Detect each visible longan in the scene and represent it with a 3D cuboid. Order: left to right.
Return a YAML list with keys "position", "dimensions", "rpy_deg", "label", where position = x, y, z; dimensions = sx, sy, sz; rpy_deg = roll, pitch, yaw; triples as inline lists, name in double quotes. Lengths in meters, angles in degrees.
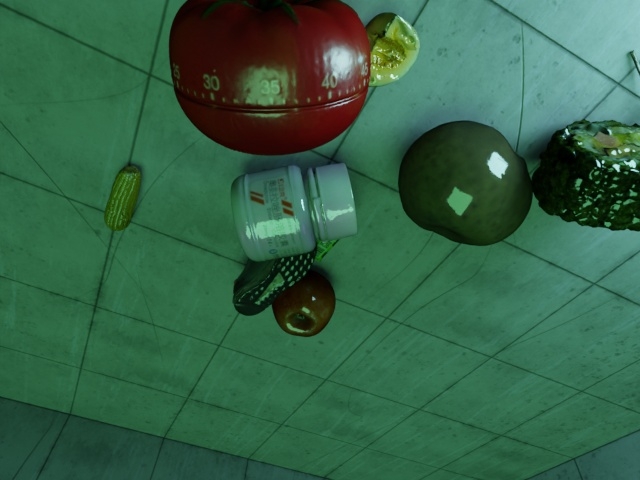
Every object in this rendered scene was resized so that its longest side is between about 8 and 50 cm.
- position: [0.355, -0.132, 1.057]
  dimensions: [0.350, 0.288, 0.288]
  rpy_deg: [34, 125, -19]
  label: "longan"

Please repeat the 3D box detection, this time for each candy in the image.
- position: [0.000, -0.001, 1.346]
  dimensions: [0.102, 0.032, 0.178]
  rpy_deg: [29, 128, -16]
  label: "candy"

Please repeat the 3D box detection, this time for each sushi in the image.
- position: [0.689, -0.162, 0.991]
  dimensions: [0.352, 0.294, 0.178]
  rpy_deg: [3, 128, -1]
  label: "sushi"

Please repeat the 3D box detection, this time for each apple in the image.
- position: [-0.057, 0.205, 1.421]
  dimensions: [0.219, 0.201, 0.218]
  rpy_deg: [4, 125, 6]
  label: "apple"

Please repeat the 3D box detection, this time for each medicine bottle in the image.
- position: [-0.065, -0.083, 1.141]
  dimensions: [0.302, 0.241, 0.241]
  rpy_deg: [-11, 130, 1]
  label: "medicine bottle"

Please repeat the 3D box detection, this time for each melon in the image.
- position: [0.148, -0.423, 0.950]
  dimensions: [0.128, 0.079, 0.160]
  rpy_deg: [6, 133, -26]
  label: "melon"

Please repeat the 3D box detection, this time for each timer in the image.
- position: [-0.092, -0.324, 0.826]
  dimensions: [0.378, 0.378, 0.279]
  rpy_deg: [3, 125, 1]
  label: "timer"

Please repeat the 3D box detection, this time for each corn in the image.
- position: [-0.581, -0.123, 1.250]
  dimensions: [0.080, 0.080, 0.231]
  rpy_deg: [22, 127, -15]
  label: "corn"

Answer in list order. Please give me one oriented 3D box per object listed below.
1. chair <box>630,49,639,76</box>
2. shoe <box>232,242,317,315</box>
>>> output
- position: [0.838, -0.308, 0.947]
  dimensions: [0.170, 0.159, 0.325]
  rpy_deg: [-27, 123, 27]
  label: "chair"
- position: [-0.155, 0.075, 1.353]
  dimensions: [0.336, 0.171, 0.132]
  rpy_deg: [-45, 129, 7]
  label: "shoe"
